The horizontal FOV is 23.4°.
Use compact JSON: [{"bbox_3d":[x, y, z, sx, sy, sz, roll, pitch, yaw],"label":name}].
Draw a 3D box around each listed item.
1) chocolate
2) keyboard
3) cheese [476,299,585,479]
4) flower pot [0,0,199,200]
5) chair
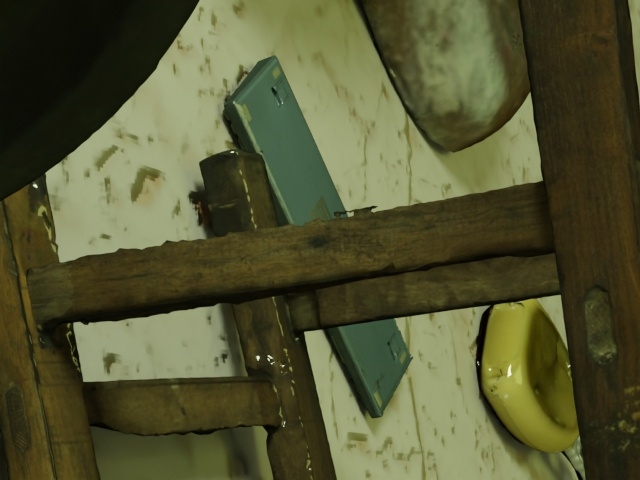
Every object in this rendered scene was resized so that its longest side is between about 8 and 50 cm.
[{"bbox_3d":[0.073,-0.184,0.920,0.254,0.080,0.157,61,28,-27],"label":"chocolate"},{"bbox_3d":[0.001,0.000,0.746,0.176,0.014,0.055,65,27,-21],"label":"keyboard"},{"bbox_3d":[0.145,0.108,0.963,0.162,0.036,0.086,55,33,-36],"label":"cheese"},{"bbox_3d":[-0.145,-0.113,0.308,0.235,0.235,0.148,38,25,-53],"label":"flower pot"},{"bbox_3d":[0.043,0.144,0.513,0.203,0.241,0.416,9,72,-63],"label":"chair"}]
